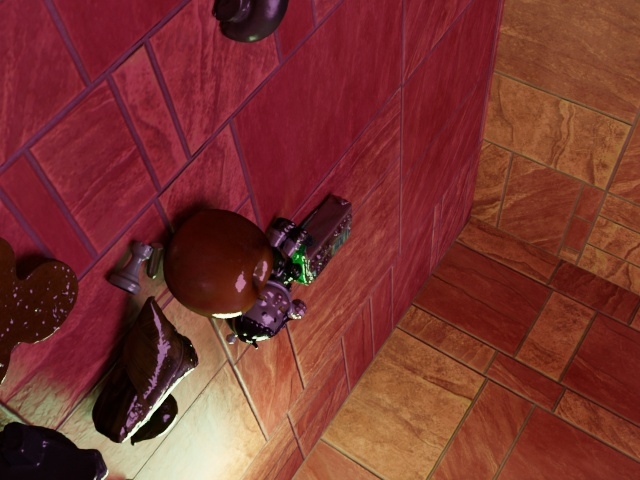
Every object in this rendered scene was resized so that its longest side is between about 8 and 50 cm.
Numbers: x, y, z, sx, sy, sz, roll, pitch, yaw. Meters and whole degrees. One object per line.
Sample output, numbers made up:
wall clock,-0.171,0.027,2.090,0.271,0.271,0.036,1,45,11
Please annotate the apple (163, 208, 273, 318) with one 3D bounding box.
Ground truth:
apple,-0.222,0.054,1.639,0.253,0.253,0.253,-48,155,-32

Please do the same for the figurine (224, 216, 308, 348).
figurine,-0.149,0.120,1.989,0.281,0.167,0.370,33,73,-35

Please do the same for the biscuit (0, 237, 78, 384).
biscuit,-0.570,0.125,1.160,0.432,0.064,0.283,-25,129,-59

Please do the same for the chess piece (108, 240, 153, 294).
chess piece,-0.387,0.054,1.498,0.103,0.067,0.067,-66,160,-14

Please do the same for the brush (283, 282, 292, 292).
brush,-0.089,0.126,2.288,0.248,0.036,0.043,-51,166,-29

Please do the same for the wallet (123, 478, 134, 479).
wallet,-0.559,0.723,1.938,0.155,0.039,0.110,-66,160,8

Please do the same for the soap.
soap,0.002,0.001,2.249,0.273,0.098,0.218,-50,153,-32

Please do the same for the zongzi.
zongzi,-0.413,0.284,1.604,0.286,0.134,0.288,-53,158,-28

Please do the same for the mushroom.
mushroom,-0.121,-0.475,1.407,0.141,0.117,0.188,-51,155,-55

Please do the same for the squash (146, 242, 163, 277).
squash,-0.363,0.046,1.581,0.027,0.027,0.083,-29,143,-55

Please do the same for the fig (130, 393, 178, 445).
fig,-0.435,0.453,1.813,0.177,0.117,0.117,-50,160,10

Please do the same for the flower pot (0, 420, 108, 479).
flower pot,-0.546,0.492,1.364,0.299,0.299,0.283,-50,162,-29
